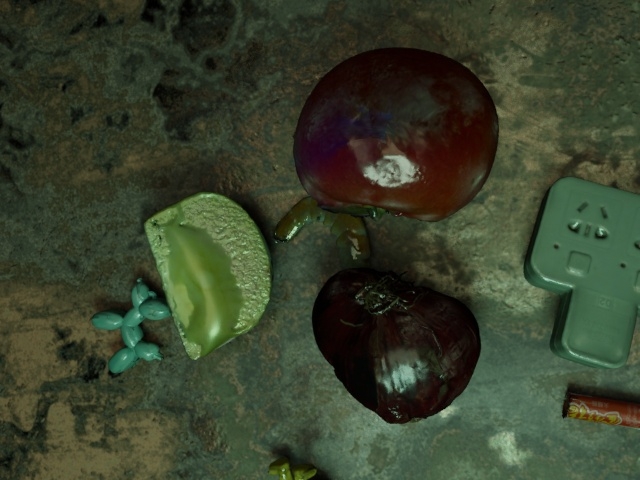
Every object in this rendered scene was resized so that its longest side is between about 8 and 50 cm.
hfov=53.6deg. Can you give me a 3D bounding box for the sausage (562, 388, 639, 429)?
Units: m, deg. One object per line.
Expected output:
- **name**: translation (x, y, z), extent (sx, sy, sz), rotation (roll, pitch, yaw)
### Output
- **sausage**: translation (0.456, 0.269, 0.987), extent (0.145, 0.048, 0.050), rotation (8, 99, 11)

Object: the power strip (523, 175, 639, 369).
- **power strip**: translation (0.426, 0.061, 0.963), extent (0.229, 0.141, 0.261), rotation (16, 81, 12)

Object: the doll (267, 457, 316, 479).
- **doll**: translation (-0.002, 0.553, 1.065), extent (0.160, 0.094, 0.365), rotation (-17, 81, 56)

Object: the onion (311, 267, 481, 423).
- **onion**: translation (0.106, 0.155, 0.989), extent (0.281, 0.281, 0.221), rotation (39, 57, 10)

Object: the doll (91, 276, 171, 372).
- **doll**: translation (-0.341, 0.154, 1.174), extent (0.158, 0.059, 0.159), rotation (-17, 86, 16)

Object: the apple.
- **apple**: translation (-0.177, 0.049, 1.103), extent (0.193, 0.120, 0.265), rotation (-20, 90, 1)

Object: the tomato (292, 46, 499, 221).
- **tomato**: translation (0.107, -0.183, 0.981), extent (0.334, 0.176, 0.290), rotation (9, 82, 12)

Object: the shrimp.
- **shrimp**: translation (0.000, 0.000, 1.092), extent (0.166, 0.049, 0.161), rotation (-21, 84, 15)
